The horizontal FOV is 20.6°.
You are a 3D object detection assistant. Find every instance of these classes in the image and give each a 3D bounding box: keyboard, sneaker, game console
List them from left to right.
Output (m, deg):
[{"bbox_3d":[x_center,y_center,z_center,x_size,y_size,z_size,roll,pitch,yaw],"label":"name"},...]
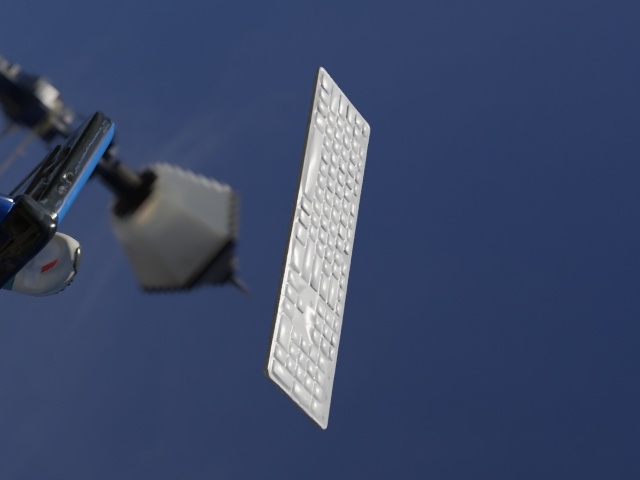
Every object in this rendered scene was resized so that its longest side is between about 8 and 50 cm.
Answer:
[{"bbox_3d":[-0.331,-0.002,1.335,0.293,0.173,0.250,-39,-163,32],"label":"game console"},{"bbox_3d":[-0.289,0.015,1.555,0.161,0.075,0.057,2,-100,32],"label":"sneaker"},{"bbox_3d":[0.000,0.000,1.176,0.014,0.072,0.256,-10,-130,24],"label":"keyboard"}]
